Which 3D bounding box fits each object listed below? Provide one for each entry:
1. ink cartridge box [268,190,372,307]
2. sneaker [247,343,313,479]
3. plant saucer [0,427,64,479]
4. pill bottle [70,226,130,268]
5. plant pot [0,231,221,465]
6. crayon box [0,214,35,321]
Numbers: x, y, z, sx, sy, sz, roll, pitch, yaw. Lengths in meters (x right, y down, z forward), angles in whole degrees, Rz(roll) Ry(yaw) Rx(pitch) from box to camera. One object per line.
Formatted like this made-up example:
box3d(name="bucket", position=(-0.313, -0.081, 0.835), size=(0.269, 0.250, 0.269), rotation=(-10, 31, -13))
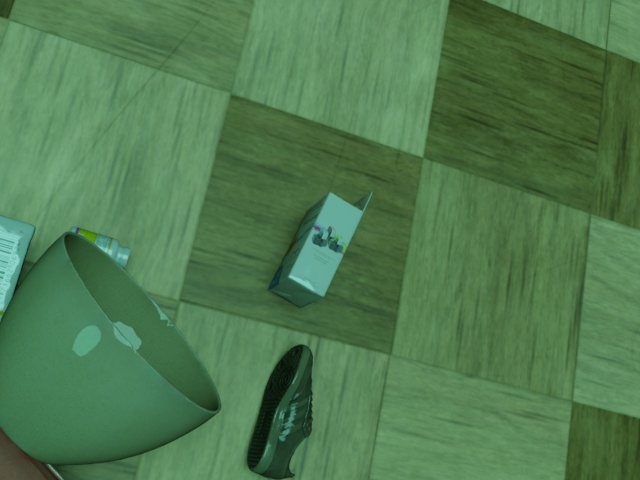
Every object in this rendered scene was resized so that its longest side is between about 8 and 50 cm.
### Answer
box3d(name="ink cartridge box", position=(0.000, 0.000, 1.170), size=(0.062, 0.104, 0.181), rotation=(31, 68, -11))
box3d(name="sneaker", position=(-0.043, 0.243, 1.129), size=(0.071, 0.066, 0.188), rotation=(30, 74, -29))
box3d(name="plant saucer", position=(-0.437, 0.326, 0.940), size=(0.258, 0.048, 0.259), rotation=(-41, 93, -9))
box3d(name="pill bottle", position=(-0.305, 0.013, 1.089), size=(0.083, 0.043, 0.043), rotation=(19, 72, -15))
box3d(name="plant pot", position=(-0.283, 0.157, 0.960), size=(0.191, 0.284, 0.284), rotation=(-40, 93, -3))
box3d(name="crayon box", position=(-0.538, 0.033, 0.957), size=(0.323, 0.083, 0.203), rotation=(19, 71, -25))
